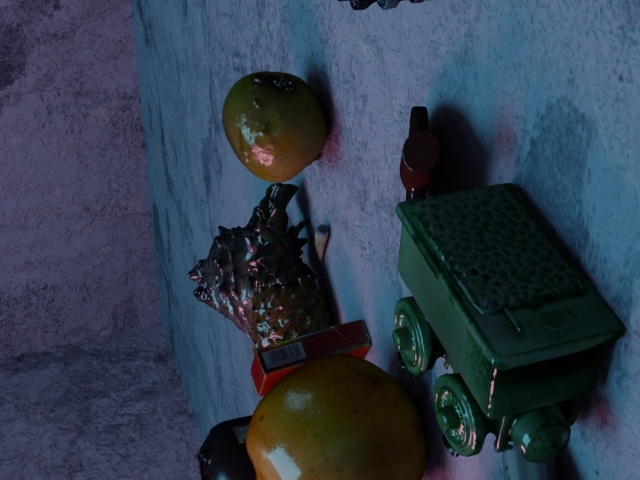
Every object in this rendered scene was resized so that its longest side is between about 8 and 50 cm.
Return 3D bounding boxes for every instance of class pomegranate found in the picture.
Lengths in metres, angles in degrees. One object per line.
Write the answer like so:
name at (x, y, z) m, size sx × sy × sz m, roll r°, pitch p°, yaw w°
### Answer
pomegranate at (0.020, 0.293, 1.717) m, size 0.264 × 0.264 × 0.264 m, roll 167°, pitch 90°, yaw -75°

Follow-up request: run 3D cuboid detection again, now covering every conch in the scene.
conch at (-0.120, 0.086, 2.253) m, size 0.241 × 0.186 × 0.313 m, roll 60°, pitch 163°, yaw 13°

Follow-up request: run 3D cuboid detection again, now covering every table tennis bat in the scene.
table tennis bat at (0.103, -0.058, 1.351) m, size 0.310 × 0.038 × 0.200 m, roll 80°, pitch -168°, yaw -79°

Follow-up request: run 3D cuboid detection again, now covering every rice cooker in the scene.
rice cooker at (-0.118, 0.466, 2.429) m, size 0.267 × 0.224 × 0.267 m, roll 169°, pitch 90°, yaw -76°

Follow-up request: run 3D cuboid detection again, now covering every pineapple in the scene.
pineapple at (-0.059, 0.061, 2.048) m, size 0.170 × 0.141 × 0.310 m, roll 7°, pitch -104°, yaw -76°

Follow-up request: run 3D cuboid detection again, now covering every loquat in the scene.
loquat at (-0.066, -0.166, 1.844) m, size 0.204 × 0.149 × 0.172 m, roll 77°, pitch 166°, yaw -49°

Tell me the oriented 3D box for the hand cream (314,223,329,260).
hand cream at (0.000, 0.000, 1.995) m, size 0.102 × 0.022 × 0.035 m, roll 99°, pitch 154°, yaw -67°

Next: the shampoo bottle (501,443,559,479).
shampoo bottle at (0.226, 0.323, 1.249) m, size 0.086 × 0.055 × 0.227 m, roll 58°, pitch -155°, yaw -59°

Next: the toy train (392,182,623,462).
toy train at (0.166, 0.088, 1.213) m, size 0.266 × 0.145 × 0.202 m, roll -119°, pitch 24°, yaw -45°

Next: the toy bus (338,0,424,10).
toy bus at (0.080, -0.301, 1.307) m, size 0.184 × 0.090 × 0.106 m, roll -154°, pitch 53°, yaw -69°

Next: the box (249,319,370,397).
box at (-0.017, 0.181, 1.905) m, size 0.112 × 0.175 × 0.048 m, roll 109°, pitch 143°, yaw -63°
